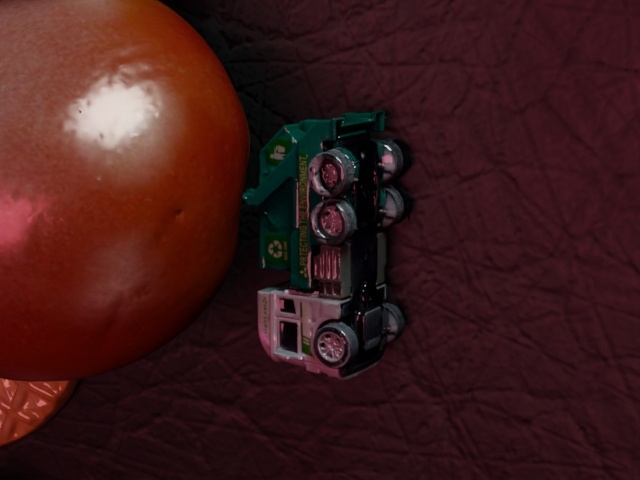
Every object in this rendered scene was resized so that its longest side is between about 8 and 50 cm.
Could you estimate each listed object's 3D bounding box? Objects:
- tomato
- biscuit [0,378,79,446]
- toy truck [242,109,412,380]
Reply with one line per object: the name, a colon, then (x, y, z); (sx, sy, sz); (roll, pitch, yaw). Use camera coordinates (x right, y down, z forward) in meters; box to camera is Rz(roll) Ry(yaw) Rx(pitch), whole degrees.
tomato: (-0.220, -0.043, 1.036); (0.321, 0.321, 0.321); (4, 102, 19)
biscuit: (-0.314, 0.057, 1.244); (0.204, 0.040, 0.309); (-1, 100, 19)
toy truck: (0.000, 0.000, 1.093); (0.116, 0.110, 0.216); (7, 104, 31)
